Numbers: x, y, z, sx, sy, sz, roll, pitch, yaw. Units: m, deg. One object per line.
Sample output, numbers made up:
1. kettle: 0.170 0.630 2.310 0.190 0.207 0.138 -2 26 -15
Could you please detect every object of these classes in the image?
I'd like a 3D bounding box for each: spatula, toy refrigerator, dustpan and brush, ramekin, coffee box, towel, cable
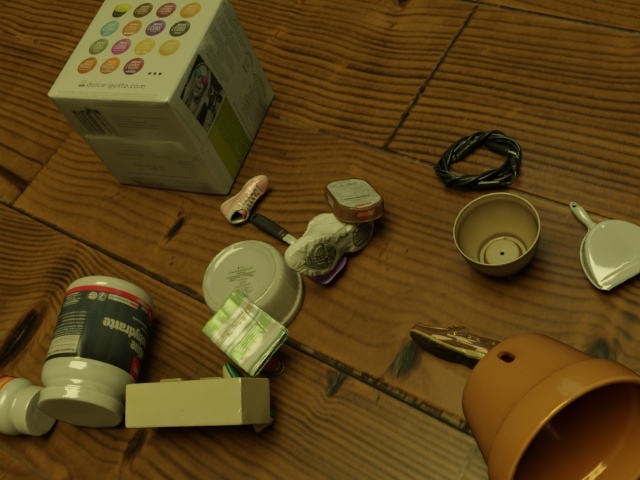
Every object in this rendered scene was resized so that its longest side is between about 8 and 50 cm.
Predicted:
1. spatula: -0.059 0.005 1.786 0.084 0.030 0.296 -45 53 -16
2. toy refrigerator: -0.236 0.307 1.568 0.269 0.102 0.094 -9 77 28
3. dustpan and brush: 0.536 -0.007 1.555 0.147 0.060 0.211 -29 59 0
4. ramekin: -0.147 0.096 1.710 0.207 0.109 0.207 -10 55 14
5. coffee box: -0.360 -0.350 1.946 0.337 0.338 0.334 8 60 25
6. towel: -0.148 0.177 1.587 0.152 0.023 0.113 36 82 26
7. cable: 0.331 -0.173 1.743 0.184 0.047 0.151 -3 57 20

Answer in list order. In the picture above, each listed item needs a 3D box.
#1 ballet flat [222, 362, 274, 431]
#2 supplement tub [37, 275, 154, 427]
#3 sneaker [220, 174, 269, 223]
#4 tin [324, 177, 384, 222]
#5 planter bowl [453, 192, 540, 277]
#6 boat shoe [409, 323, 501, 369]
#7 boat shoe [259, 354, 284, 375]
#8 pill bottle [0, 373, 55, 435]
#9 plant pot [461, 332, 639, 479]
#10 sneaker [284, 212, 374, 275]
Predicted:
1. ballet flat: -0.155 0.308 1.608 0.052 0.057 0.168 -47 53 -1
2. supplement tub: -0.461 0.228 1.693 0.191 0.191 0.272 -5 57 18
3. sneaker: -0.164 -0.088 1.870 0.134 0.051 0.070 -38 38 4
4. tin: 0.069 -0.088 1.740 0.106 0.040 0.190 -13 26 -10
5. planter bowl: 0.345 0.004 1.580 0.162 0.109 0.162 -10 56 15
6. boat shoe: 0.254 0.191 1.524 0.178 0.064 0.060 18 61 23
7. boat shoe: -0.135 0.232 1.656 0.137 0.043 0.049 21 66 30
8. pill bottle: -0.675 0.347 1.741 0.221 0.121 0.121 4 60 24
9. plant pot: 0.359 0.283 1.301 0.291 0.291 0.203 -37 36 -5
10. sneaker: 0.000 0.000 1.702 0.115 0.090 0.232 23 35 39
